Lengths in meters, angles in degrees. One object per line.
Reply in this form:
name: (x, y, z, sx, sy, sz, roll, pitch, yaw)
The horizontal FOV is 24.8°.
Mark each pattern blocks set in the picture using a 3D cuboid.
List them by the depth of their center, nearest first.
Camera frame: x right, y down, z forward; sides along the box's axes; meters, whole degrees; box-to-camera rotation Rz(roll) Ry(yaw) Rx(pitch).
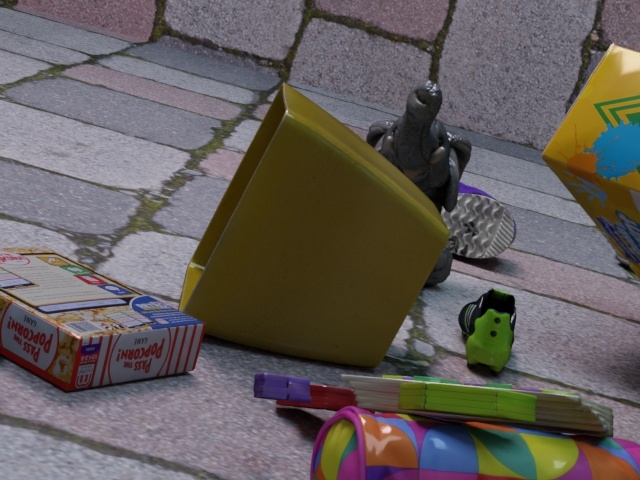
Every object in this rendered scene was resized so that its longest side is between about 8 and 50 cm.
pattern blocks set: (0.114, 0.116, 1.029, 0.324, 0.026, 0.285, 6, -8, 6)

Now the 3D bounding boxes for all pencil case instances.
pencil case: (0.111, 0.168, 0.938, 0.236, 0.104, 0.104, 11, 13, -18)

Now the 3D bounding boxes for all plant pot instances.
plant pot: (0.000, 0.000, 1.356, 0.187, 0.212, 0.212, 27, 10, -9)

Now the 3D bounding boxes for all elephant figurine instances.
elephant figurine: (0.109, -0.078, 1.709, 0.169, 0.239, 0.186, 7, 14, -34)

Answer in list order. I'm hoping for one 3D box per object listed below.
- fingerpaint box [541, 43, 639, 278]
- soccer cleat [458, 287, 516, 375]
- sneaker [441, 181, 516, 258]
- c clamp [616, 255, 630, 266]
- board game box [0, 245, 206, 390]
fingerpaint box: (0.503, 0.006, 1.586, 0.371, 0.163, 0.445, 26, -11, 43)
soccer cleat: (0.175, 0.080, 1.477, 0.060, 0.072, 0.179, 16, 12, 1)
sneaker: (0.131, -0.050, 1.984, 0.293, 0.102, 0.146, 23, 9, 13)
c clamp: (0.530, 0.049, 2.189, 0.160, 0.022, 0.137, 10, 13, -25)
board game box: (-0.212, 0.056, 1.166, 0.193, 0.045, 0.146, 23, 15, 33)
